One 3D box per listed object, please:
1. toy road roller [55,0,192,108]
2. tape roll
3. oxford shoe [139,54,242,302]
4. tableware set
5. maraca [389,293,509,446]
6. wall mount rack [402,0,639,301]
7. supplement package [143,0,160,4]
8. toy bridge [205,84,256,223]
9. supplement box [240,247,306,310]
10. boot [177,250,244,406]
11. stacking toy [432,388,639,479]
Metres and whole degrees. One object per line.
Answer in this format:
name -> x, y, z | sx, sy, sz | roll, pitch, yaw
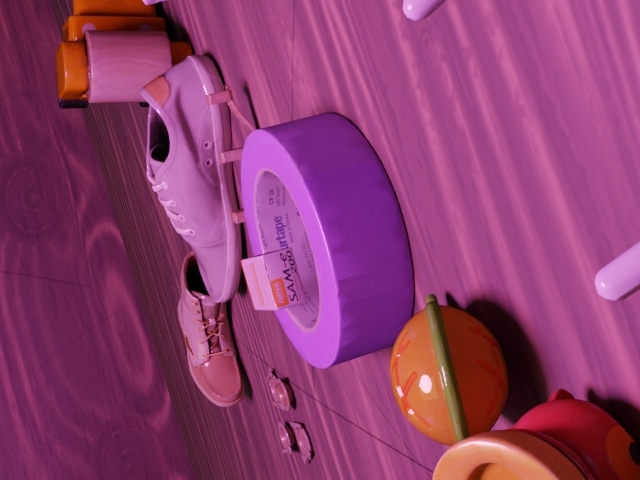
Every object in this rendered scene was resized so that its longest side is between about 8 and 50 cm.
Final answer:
toy road roller -> -0.351, -0.351, 1.551 | 0.329, 0.203, 0.240 | -165, 72, -69
tape roll -> 0.000, 0.000, 1.018 | 0.275, 0.090, 0.274 | 164, 90, -72
oxford shoe -> -0.212, -0.084, 1.480 | 0.169, 0.130, 0.449 | 49, 150, 47
tableware set -> -0.058, 0.294, 1.521 | 0.141, 0.020, 0.168 | 148, 104, -70
maraca -> 0.111, 0.111, 0.797 | 0.185, 0.099, 0.127 | -63, -38, -80
wall mount rack -> 0.164, -0.154, 0.373 | 0.304, 0.131, 0.350 | 102, 147, -54
supplement package -> -0.097, -0.375, 0.802 | 0.145, 0.204, 0.261 | -128, 29, -46
toy bridge -> -0.109, -0.122, 1.257 | 0.026, 0.063, 0.188 | -163, 61, -68
supplement box -> -0.053, 0.044, 1.006 | 0.098, 0.036, 0.062 | 170, 85, -71
boot -> -0.206, 0.168, 1.727 | 0.203, 0.095, 0.261 | 107, 147, -56
stacking toy -> 0.245, 0.247, 0.593 | 0.280, 0.130, 0.308 | -10, 100, 45
